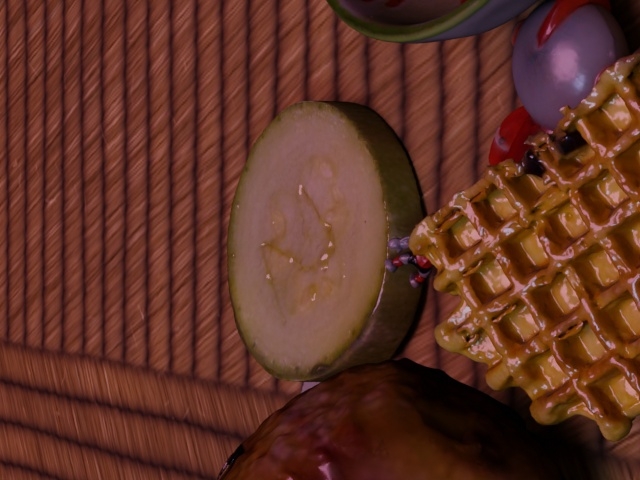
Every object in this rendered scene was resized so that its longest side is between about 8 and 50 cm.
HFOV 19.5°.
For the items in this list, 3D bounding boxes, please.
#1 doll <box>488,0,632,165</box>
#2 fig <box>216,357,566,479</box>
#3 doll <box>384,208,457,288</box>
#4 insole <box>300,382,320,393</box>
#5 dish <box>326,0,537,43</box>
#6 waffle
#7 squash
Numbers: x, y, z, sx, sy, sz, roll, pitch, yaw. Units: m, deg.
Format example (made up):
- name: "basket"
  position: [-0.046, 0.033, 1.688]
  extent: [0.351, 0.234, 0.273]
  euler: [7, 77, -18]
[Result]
- name: "doll"
  position: [0.173, -0.087, 1.356]
  extent: [0.142, 0.076, 0.245]
  euler: [37, 125, 48]
- name: "fig"
  position: [0.037, 0.252, 1.443]
  extent: [0.369, 0.286, 0.286]
  euler: [126, 136, -73]
- name: "doll"
  position: [0.101, 0.000, 1.490]
  extent: [0.057, 0.039, 0.114]
  euler: [53, 130, 4]
- name: "insole"
  position: [0.004, 0.123, 1.674]
  extent: [0.065, 0.004, 0.197]
  euler: [47, 128, 45]
- name: "dish"
  position: [0.129, -0.291, 1.371]
  extent: [0.324, 0.124, 0.324]
  euler: [-19, 66, 51]
- name: "waffle"
  position: [0.198, -0.001, 1.273]
  extent: [0.309, 0.065, 0.283]
  euler: [14, 111, 33]
- name: "squash"
  position: [0.000, 0.000, 1.633]
  extent: [0.252, 0.049, 0.252]
  euler: [-5, 84, 56]
